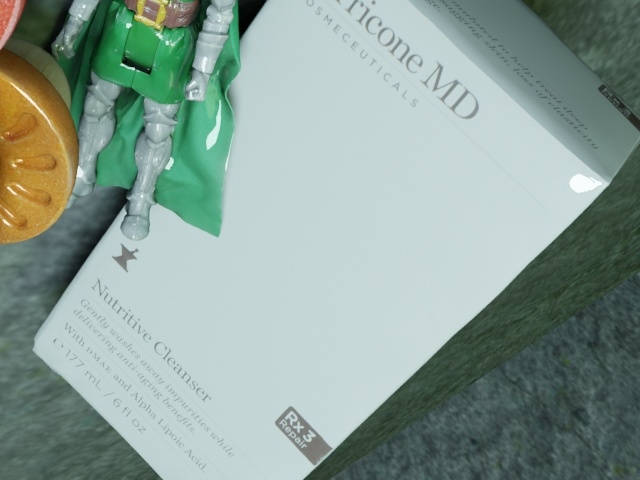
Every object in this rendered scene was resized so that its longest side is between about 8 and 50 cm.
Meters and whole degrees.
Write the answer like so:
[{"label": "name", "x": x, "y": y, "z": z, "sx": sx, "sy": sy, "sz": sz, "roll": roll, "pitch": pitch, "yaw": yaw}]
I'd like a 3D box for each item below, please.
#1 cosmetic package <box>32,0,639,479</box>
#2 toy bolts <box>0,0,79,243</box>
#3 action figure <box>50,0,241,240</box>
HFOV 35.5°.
[{"label": "cosmetic package", "x": 0.000, "y": 0.000, "z": 0.667, "sx": 0.385, "sy": 0.217, "sz": 0.156, "roll": -52, "pitch": 171, "yaw": 32}, {"label": "toy bolts", "x": -0.181, "y": -0.106, "z": 0.399, "sx": 0.228, "sy": 0.218, "sz": 0.158, "roll": -53, "pitch": -165, "yaw": 38}, {"label": "action figure", "x": -0.090, "y": -0.105, "z": 0.526, "sx": 0.063, "sy": 0.137, "sz": 0.232, "roll": -75, "pitch": -173, "yaw": -52}]
